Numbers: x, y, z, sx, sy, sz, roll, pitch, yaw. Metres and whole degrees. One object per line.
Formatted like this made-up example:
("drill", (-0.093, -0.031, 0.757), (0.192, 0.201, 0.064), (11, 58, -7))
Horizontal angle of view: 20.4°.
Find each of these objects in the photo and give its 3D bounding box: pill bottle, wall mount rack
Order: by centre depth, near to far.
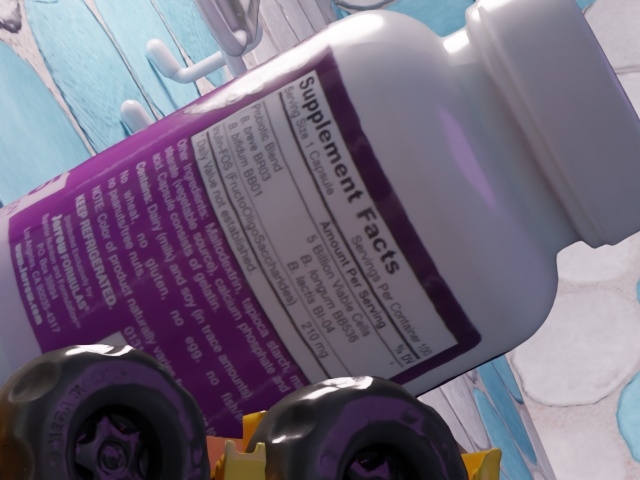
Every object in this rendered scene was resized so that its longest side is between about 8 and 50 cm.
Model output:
("pill bottle", (0.000, 0.000, 0.804), (0.169, 0.301, 0.169), (59, 9, -16))
("wall mount rack", (-0.145, -0.235, 1.286), (0.350, 0.130, 0.304), (-90, 155, -71))

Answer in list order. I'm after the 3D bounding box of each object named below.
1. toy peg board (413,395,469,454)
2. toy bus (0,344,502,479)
("toy peg board", (0.010, 0.165, 0.822), (0.160, 0.161, 0.079), (49, 17, -56))
("toy bus", (-0.059, 0.149, 0.550), (0.220, 0.149, 0.211), (12, 71, -36))
